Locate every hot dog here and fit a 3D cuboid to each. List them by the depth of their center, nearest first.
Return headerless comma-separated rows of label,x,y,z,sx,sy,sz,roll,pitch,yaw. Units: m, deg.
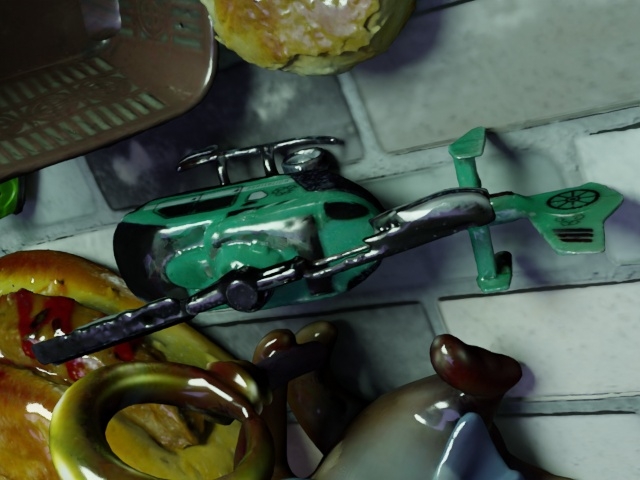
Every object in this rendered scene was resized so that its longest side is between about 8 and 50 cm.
hot dog,-0.245,0.134,0.898,0.405,0.185,0.223,-8,114,34

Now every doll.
doll,0.008,0.182,0.686,0.318,0.340,0.209,46,139,13

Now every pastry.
pastry,-0.010,-0.171,0.631,0.153,0.081,0.153,15,125,23

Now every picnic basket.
picnic basket,-0.224,-0.150,0.655,0.129,0.297,0.222,28,132,48

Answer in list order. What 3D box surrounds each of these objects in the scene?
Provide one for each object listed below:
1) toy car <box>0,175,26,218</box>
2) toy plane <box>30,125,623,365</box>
toy car,-0.324,-0.074,0.901,0.165,0.062,0.071,27,129,16
toy plane,0.000,0.000,0.689,0.382,0.155,0.106,-8,113,17
